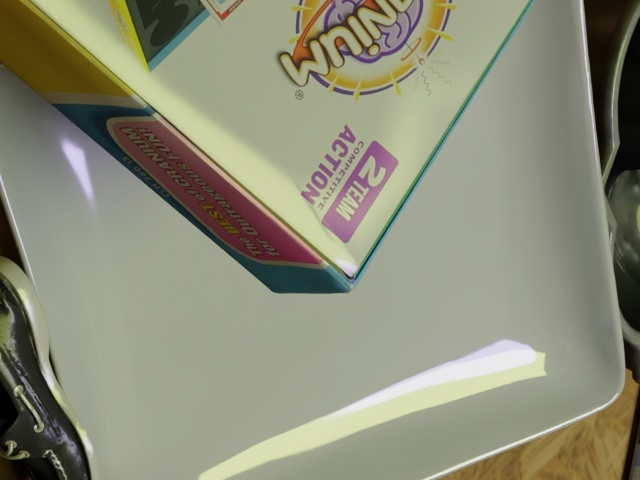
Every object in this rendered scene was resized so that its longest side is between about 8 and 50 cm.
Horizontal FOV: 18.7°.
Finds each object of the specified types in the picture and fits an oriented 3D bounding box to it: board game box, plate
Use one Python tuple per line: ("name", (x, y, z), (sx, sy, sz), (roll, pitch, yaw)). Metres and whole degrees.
("board game box", (-0.052, -0.168, 0.716), (0.316, 0.064, 0.242), (42, 69, -21))
("plate", (0.000, 0.000, 0.881), (0.278, 0.045, 0.277), (-20, 119, -16))

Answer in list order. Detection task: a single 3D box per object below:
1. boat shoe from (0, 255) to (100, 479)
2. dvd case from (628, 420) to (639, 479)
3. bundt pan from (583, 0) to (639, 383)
("boat shoe", (-0.128, 0.068, 0.817), (0.038, 0.046, 0.125), (-35, 123, -36))
("dvd case", (0.296, 0.082, 1.208), (0.022, 0.180, 0.253), (-8, 110, -66))
("bundt pan", (0.195, -0.081, 1.075), (0.331, 0.124, 0.331), (-21, 118, -45))
